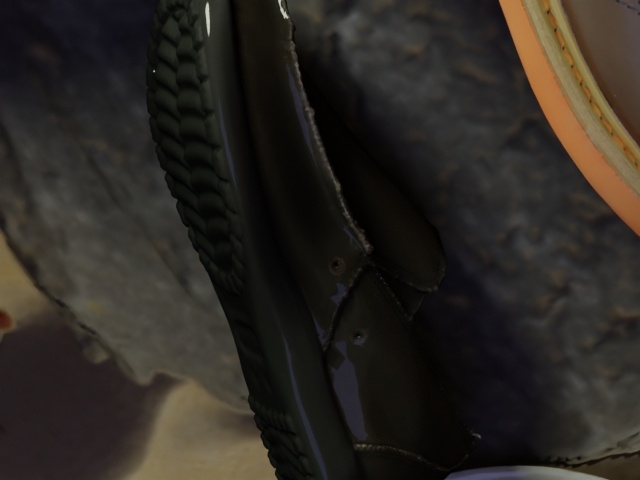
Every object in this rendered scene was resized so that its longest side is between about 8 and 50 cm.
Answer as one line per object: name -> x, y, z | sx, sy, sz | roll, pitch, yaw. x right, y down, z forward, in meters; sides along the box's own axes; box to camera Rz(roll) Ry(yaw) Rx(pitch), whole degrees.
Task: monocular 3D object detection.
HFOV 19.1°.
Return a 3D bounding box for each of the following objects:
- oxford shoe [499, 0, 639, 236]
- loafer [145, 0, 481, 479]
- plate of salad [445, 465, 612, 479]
oxford shoe -> 0.119, -0.106, 0.554 | 0.132, 0.130, 0.364 | -29, 106, 34
loafer -> 0.000, 0.000, 0.672 | 0.078, 0.080, 0.220 | -22, 110, -17
plate of salad -> 0.081, 0.180, 0.742 | 0.200, 0.048, 0.200 | 3, 114, 7
